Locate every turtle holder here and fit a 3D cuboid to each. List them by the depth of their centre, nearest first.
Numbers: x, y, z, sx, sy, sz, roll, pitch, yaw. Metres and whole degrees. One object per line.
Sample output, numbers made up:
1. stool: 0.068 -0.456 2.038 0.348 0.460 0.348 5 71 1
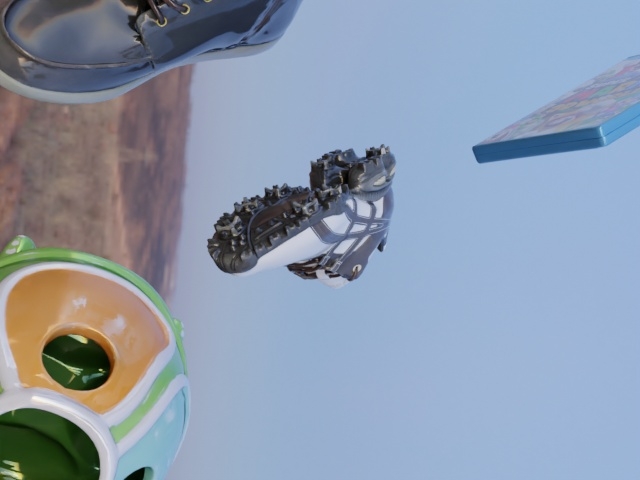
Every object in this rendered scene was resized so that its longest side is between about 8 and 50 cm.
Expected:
1. turtle holder: -0.252 0.165 0.852 0.243 0.320 0.227 51 2 -18

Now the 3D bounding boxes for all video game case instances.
1. video game case: 0.196 -0.095 0.689 0.119 0.166 0.015 -3 -66 60

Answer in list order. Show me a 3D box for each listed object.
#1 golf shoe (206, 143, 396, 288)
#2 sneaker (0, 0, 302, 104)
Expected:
1. golf shoe: 0.000 0.000 0.731 0.198 0.077 0.093 -31 119 -49
2. sneaker: -0.093 -0.157 0.622 0.083 0.222 0.118 58 -38 10
